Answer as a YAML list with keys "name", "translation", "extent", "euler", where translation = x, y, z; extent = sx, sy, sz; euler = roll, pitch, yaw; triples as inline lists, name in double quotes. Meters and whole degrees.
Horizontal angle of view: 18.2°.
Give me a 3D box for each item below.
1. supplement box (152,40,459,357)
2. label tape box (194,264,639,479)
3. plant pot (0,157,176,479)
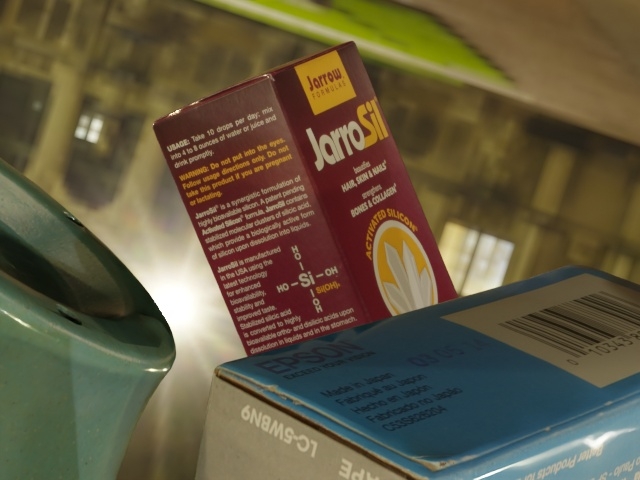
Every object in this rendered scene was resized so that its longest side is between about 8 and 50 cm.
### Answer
- name: "supplement box"
  translation: [0.000, 0.000, 1.058]
  extent: [0.081, 0.188, 0.104]
  euler: [-19, -174, 30]
- name: "label tape box"
  translation: [0.044, 0.195, 0.791]
  extent: [0.106, 0.333, 0.240]
  euler: [23, -158, 34]
- name: "plant pot"
  translation: [-0.197, 0.085, 0.753]
  extent: [0.271, 0.255, 0.271]
  euler: [38, -172, -7]
